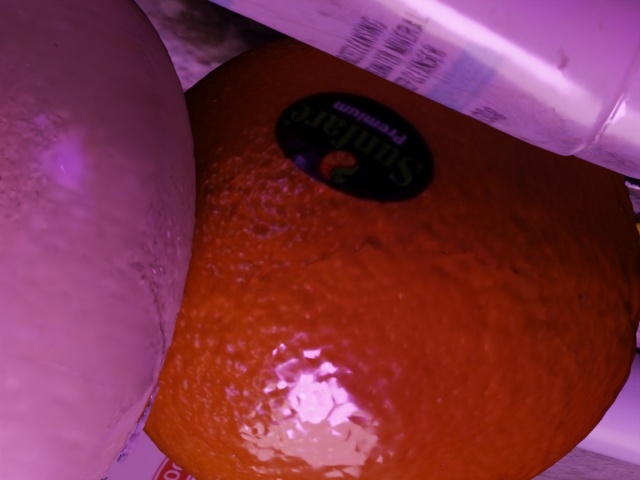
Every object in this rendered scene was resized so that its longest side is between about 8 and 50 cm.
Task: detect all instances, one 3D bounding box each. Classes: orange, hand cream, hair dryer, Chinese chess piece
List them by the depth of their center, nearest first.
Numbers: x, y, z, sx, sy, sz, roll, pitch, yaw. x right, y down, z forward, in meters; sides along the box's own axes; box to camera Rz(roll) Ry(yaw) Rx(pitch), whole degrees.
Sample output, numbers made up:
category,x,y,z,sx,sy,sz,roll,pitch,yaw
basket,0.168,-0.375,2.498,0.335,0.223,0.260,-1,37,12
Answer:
category,x,y,z,sx,sy,sz,roll,pitch,yaw
hand cream,-0.015,-0.092,0.557,0.312,0.070,0.111,19,165,-6
Chinese chess piece,-0.156,0.000,0.691,0.251,0.250,0.097,3,168,43
orange,0.019,0.014,0.736,0.206,0.206,0.206,13,169,3
hair dryer,0.195,0.109,1.361,0.131,0.073,0.236,16,178,-5

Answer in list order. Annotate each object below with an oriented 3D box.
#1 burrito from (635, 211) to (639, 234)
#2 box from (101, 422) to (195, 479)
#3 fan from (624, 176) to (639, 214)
category,x,y,z,sx,sy,sz,roll,pitch,yaw
burrito,0.264,0.029,0.784,0.288,0.104,0.054,22,133,34
box,-0.147,0.080,1.231,0.353,0.214,0.069,17,-149,-27
fan,0.146,0.000,0.969,0.294,0.012,0.223,15,168,-10
